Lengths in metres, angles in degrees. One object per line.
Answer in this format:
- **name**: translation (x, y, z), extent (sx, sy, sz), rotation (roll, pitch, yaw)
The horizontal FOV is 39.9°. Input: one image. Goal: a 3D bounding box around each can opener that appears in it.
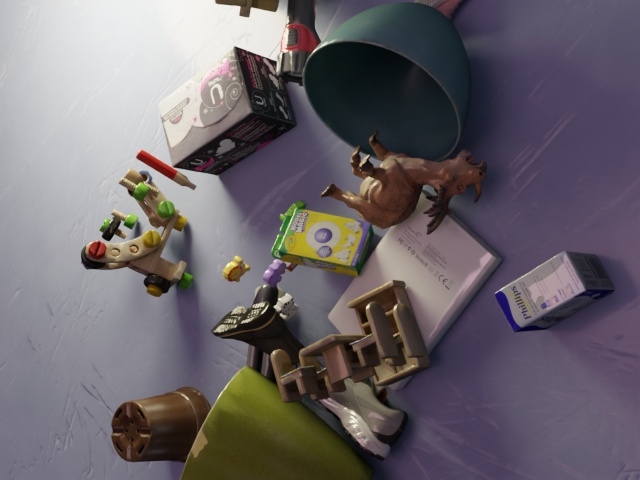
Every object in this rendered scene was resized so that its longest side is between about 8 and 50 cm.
- **can opener**: translation (-0.122, 0.223, 1.769), extent (0.074, 0.093, 0.280), rotation (6, 91, 33)

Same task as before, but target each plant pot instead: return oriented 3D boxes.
- **plant pot**: translation (0.141, -0.298, 1.528), extent (0.290, 0.290, 0.195), rotation (5, 54, 38)
- **plant pot**: translation (-0.341, 0.398, 1.871), extent (0.167, 0.165, 0.166), rotation (-5, 82, 37)
- **plant pot**: translation (-0.062, 0.414, 1.600), extent (0.294, 0.275, 0.274), rotation (24, 101, 10)

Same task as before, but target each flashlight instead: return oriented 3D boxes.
- **flashlight**: translation (-0.026, -0.467, 1.764), extent (0.103, 0.103, 0.303), rotation (165, 111, -71)

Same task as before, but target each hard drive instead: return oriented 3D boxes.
- **hard drive**: translation (0.162, 0.088, 1.589), extent (0.203, 0.040, 0.307), rotation (46, 113, 32)

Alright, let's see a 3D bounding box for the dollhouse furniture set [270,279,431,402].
- **dollhouse furniture set**: translation (0.061, 0.156, 1.481), extent (0.212, 0.242, 0.160), rotation (-30, 68, 31)

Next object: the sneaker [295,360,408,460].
- **sneaker**: translation (0.056, 0.287, 1.631), extent (0.108, 0.100, 0.271), rotation (-48, 53, -4)

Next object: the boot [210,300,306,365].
- **boot**: translation (-0.117, 0.194, 1.683), extent (0.077, 0.137, 0.198), rotation (-51, 20, -28)

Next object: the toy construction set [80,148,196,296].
- **toy construction set**: translation (-0.350, -0.025, 1.917), extent (0.237, 0.257, 0.309), rotation (31, 130, -8)

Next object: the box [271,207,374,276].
- **box**: translation (0.000, 0.000, 1.663), extent (0.179, 0.043, 0.105), rotation (10, 60, 20)

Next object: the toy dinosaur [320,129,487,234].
- **toy dinosaur**: translation (0.132, -0.078, 1.543), extent (0.127, 0.200, 0.296), rotation (-57, 12, -32)

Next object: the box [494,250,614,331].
- **box**: translation (0.366, 0.081, 1.377), extent (0.137, 0.126, 0.072), rotation (-36, 66, 30)

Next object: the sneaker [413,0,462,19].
- **sneaker**: translation (0.227, -0.427, 1.594), extent (0.134, 0.070, 0.051), rotation (-33, 53, -1)

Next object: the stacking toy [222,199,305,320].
- **stacking toy**: translation (-0.061, 0.032, 1.711), extent (0.167, 0.052, 0.221), rotation (35, 76, 34)

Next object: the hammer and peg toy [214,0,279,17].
- **hammer and peg toy**: translation (-0.120, -0.570, 1.684), extent (0.361, 0.128, 0.265), rotation (-96, 17, -64)

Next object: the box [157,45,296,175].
- **box**: translation (-0.201, -0.267, 1.845), extent (0.247, 0.142, 0.163), rotation (-28, 69, 32)
